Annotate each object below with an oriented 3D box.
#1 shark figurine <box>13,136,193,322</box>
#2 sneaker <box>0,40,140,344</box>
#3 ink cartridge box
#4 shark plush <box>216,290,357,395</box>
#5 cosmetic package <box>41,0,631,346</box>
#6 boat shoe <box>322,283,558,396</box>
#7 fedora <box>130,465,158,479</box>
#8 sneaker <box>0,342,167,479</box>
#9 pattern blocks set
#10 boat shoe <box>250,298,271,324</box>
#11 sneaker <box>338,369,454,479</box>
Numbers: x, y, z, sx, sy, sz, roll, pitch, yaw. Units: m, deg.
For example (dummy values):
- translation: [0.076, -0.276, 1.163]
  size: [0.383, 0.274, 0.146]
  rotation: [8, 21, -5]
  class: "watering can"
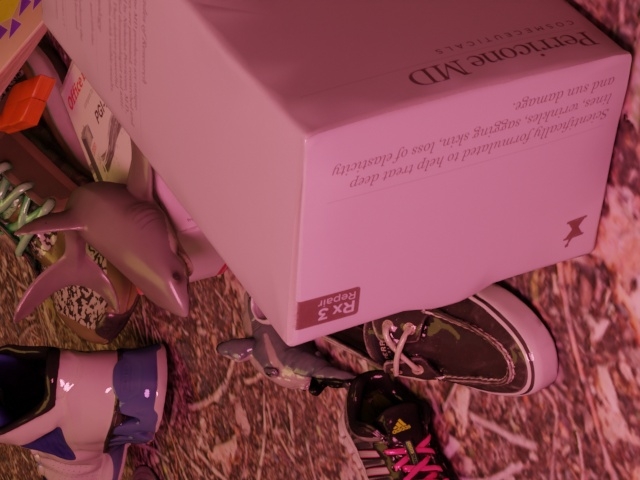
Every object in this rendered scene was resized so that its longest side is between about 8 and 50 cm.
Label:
- translation: [-0.209, -0.005, 1.467]
  size: [0.278, 0.116, 0.166]
  rotation: [-7, 98, 63]
  class: "shark figurine"
- translation: [-0.317, -0.053, 1.750]
  size: [0.158, 0.182, 0.410]
  rotation: [-55, 52, 29]
  class: "sneaker"
- translation: [-0.142, -0.084, 1.518]
  size: [0.218, 0.092, 0.158]
  rotation: [69, 155, 15]
  class: "ink cartridge box"
- translation: [-0.027, 0.086, 1.428]
  size: [0.161, 0.073, 0.067]
  rotation: [34, 105, 61]
  class: "shark plush"
- translation: [-0.011, -0.126, 1.065]
  size: [0.385, 0.217, 0.156]
  rotation: [47, 145, 42]
  class: "cosmetic package"
- translation: [0.064, 0.065, 1.165]
  size: [0.219, 0.070, 0.078]
  rotation: [17, 124, 48]
  class: "boat shoe"
- translation: [-0.216, 0.405, 1.940]
  size: [0.275, 0.124, 0.244]
  rotation: [66, 154, 15]
  class: "fedora"
- translation: [-0.287, 0.182, 1.850]
  size: [0.315, 0.182, 0.127]
  rotation: [126, 150, -56]
  class: "sneaker"
- translation: [-0.300, -0.208, 1.629]
  size: [0.325, 0.026, 0.285]
  rotation: [-37, 50, 34]
  class: "pattern blocks set"
- translation: [0.000, 0.000, 1.283]
  size: [0.083, 0.076, 0.226]
  rotation: [58, 152, 30]
  class: "boat shoe"
- translation: [0.061, 0.159, 1.266]
  size: [0.170, 0.063, 0.075]
  rotation: [-124, 23, -44]
  class: "sneaker"
